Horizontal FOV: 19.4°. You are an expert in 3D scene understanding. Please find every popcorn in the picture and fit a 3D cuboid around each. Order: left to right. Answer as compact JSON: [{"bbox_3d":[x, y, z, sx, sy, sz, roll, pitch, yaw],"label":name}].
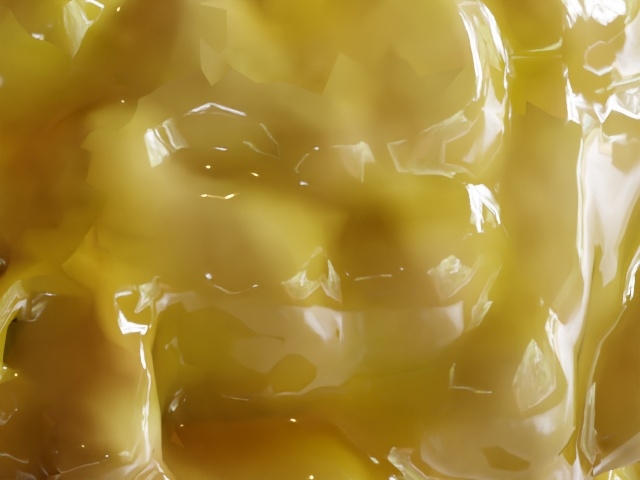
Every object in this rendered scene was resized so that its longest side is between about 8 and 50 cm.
[{"bbox_3d":[0.000,0.000,0.543,0.382,0.349,0.349,5,34,-4],"label":"popcorn"}]
